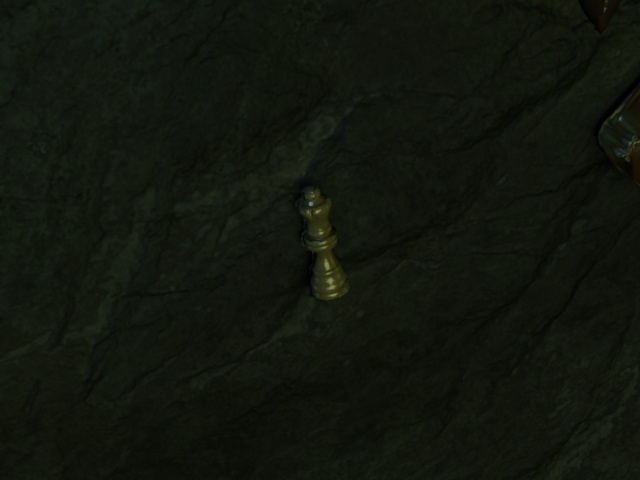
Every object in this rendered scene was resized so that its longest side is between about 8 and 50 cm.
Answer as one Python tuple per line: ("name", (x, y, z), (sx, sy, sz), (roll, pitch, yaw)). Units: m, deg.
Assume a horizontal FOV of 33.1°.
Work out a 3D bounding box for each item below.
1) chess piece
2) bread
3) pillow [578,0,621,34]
("chess piece", (0.000, 0.000, 1.473), (0.060, 0.060, 0.172), (-20, 123, -12))
("bread", (0.527, -0.185, 1.557), (0.241, 0.107, 0.136), (-45, 129, 7))
("pillow", (0.322, -0.439, 1.224), (0.108, 0.308, 0.305), (2, 127, 17))
